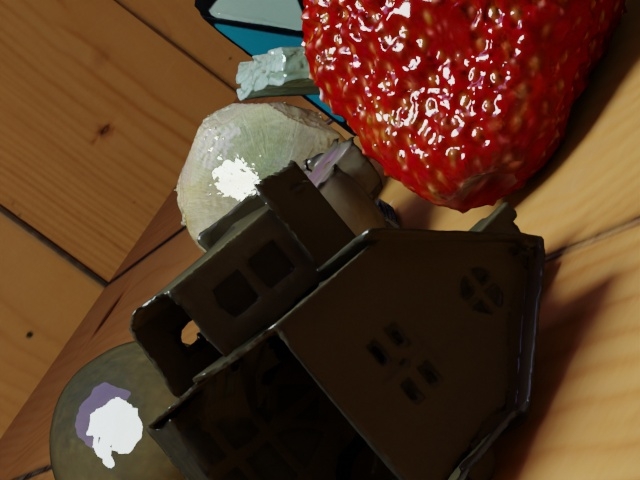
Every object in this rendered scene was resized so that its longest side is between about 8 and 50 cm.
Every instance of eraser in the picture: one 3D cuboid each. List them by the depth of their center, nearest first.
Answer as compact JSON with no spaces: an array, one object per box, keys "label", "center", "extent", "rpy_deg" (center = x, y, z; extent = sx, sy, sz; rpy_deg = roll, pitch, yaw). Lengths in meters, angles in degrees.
[{"label":"eraser","center":[0.056,-0.013,1.533],"extent":[0.099,0.019,0.027],"rpy_deg":[-96,30,-76]}]

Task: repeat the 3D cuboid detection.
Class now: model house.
[{"label":"model house","center":[0.032,0.042,1.047],"extent":[0.243,0.204,0.211],"rpy_deg":[-40,1,-35]}]

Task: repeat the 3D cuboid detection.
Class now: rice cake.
[{"label":"rice cake","center":[0.038,-0.160,1.670],"extent":[0.124,0.211,0.038],"rpy_deg":[169,98,-65]}]

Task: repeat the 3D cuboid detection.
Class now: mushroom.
[{"label":"mushroom","center":[0.000,0.000,1.463],"extent":[0.141,0.117,0.188],"rpy_deg":[-39,13,-7]}]

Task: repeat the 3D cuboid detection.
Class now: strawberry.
[{"label":"strawberry","center":[0.106,-0.180,1.299],"extent":[0.261,0.261,0.258],"rpy_deg":[-46,6,34]}]

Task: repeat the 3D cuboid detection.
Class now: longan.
[{"label":"longan","center":[-0.142,0.167,1.450],"extent":[0.167,0.167,0.187],"rpy_deg":[-49,32,18]}]

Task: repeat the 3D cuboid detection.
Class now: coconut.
[{"label":"coconut","center":[-0.049,-0.048,1.690],"extent":[0.194,0.194,0.194],"rpy_deg":[-50,11,13]}]

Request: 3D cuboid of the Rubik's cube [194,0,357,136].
[{"label":"Rubik's cube","center":[0.054,-0.299,1.862],"extent":[0.246,0.250,0.248],"rpy_deg":[-58,9,-27]}]
